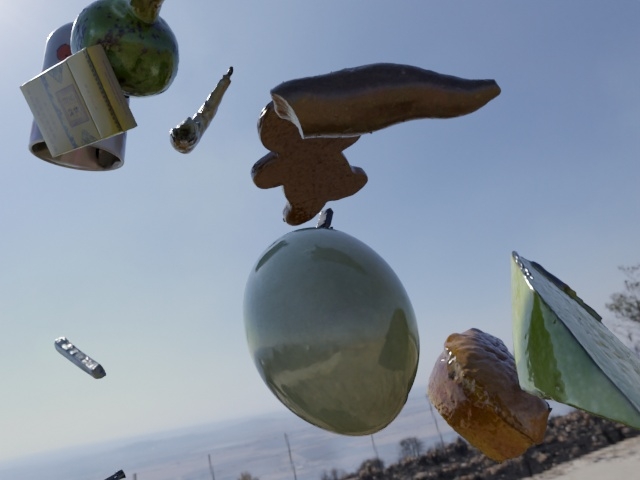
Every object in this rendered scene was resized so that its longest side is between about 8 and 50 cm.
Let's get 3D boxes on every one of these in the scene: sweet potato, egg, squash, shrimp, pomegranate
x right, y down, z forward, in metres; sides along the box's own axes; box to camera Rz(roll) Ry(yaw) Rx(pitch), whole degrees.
[{"bbox_3d":[0.068,-0.151,0.606,0.243,0.077,0.077,-6,-16,-5],"label":"sweet potato"},{"bbox_3d":[0.010,0.095,0.619,0.186,0.253,0.187,-14,-40,-12],"label":"egg"},{"bbox_3d":[0.262,0.089,0.534,0.204,0.155,0.236,5,-14,46],"label":"squash"},{"bbox_3d":[-0.321,-0.326,1.512,0.068,0.287,0.185,37,-32,-9],"label":"shrimp"},{"bbox_3d":[-0.367,-0.395,1.091,0.211,0.211,0.263,5,-45,-44],"label":"pomegranate"}]

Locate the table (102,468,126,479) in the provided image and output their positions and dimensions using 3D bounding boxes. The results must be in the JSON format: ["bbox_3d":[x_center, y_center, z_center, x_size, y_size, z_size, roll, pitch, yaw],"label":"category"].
[{"bbox_3d":[-0.488,0.643,1.109,0.272,0.222,0.335,-23,-15,-30],"label":"table"}]

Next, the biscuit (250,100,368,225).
[{"bbox_3d":[-0.031,-0.201,1.310,0.283,0.064,0.432,-29,-31,4],"label":"biscuit"}]

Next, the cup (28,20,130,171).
[{"bbox_3d":[-0.575,-0.352,1.358,0.212,0.318,0.212,1,-11,0],"label":"cup"}]

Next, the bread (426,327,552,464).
[{"bbox_3d":[0.245,0.227,0.892,0.134,0.129,0.260,30,15,-10],"label":"bread"}]

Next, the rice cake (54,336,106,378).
[{"bbox_3d":[-0.565,0.275,1.303,0.207,0.033,0.033,17,33,39],"label":"rice cake"}]

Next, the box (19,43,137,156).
[{"bbox_3d":[-0.470,-0.258,1.069,0.279,0.153,0.041,-5,22,40],"label":"box"}]

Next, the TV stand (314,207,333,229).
[{"bbox_3d":[0.000,0.000,1.533,0.036,0.249,0.042,-24,-58,31],"label":"TV stand"}]
